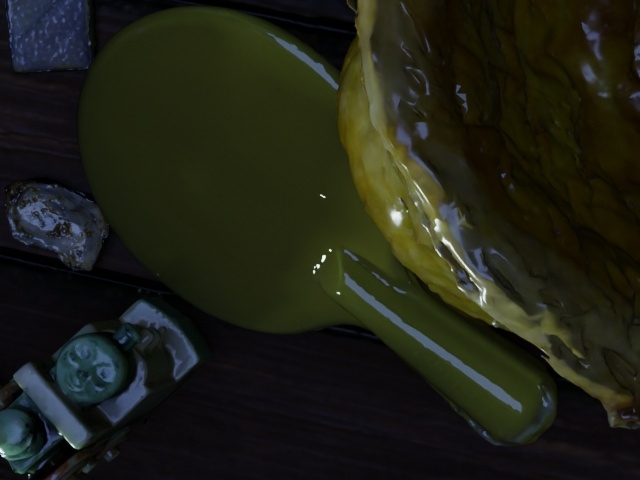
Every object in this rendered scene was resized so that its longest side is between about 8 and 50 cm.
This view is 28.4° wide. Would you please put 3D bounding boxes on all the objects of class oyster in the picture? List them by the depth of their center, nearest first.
[{"bbox_3d":[-0.184,-0.016,0.878,0.083,0.019,0.054,29,100,2],"label":"oyster"}]

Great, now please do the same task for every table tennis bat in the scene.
[{"bbox_3d":[0.000,0.000,0.800,0.369,0.054,0.224,38,131,2],"label":"table tennis bat"}]

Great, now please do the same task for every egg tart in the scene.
[{"bbox_3d":[0.112,-0.059,0.715,0.129,0.341,0.341,-24,92,35],"label":"egg tart"}]

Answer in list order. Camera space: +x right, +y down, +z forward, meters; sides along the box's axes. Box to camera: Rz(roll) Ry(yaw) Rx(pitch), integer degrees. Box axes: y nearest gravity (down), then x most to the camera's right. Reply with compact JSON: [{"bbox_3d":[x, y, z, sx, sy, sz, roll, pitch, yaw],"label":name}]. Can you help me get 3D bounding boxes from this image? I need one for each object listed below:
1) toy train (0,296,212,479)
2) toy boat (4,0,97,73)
[{"bbox_3d":[-0.142,0.093,0.796,0.125,0.194,0.081,-43,85,3],"label":"toy train"},{"bbox_3d":[-0.186,-0.173,0.865,0.063,0.016,0.115,-2,96,7],"label":"toy boat"}]
